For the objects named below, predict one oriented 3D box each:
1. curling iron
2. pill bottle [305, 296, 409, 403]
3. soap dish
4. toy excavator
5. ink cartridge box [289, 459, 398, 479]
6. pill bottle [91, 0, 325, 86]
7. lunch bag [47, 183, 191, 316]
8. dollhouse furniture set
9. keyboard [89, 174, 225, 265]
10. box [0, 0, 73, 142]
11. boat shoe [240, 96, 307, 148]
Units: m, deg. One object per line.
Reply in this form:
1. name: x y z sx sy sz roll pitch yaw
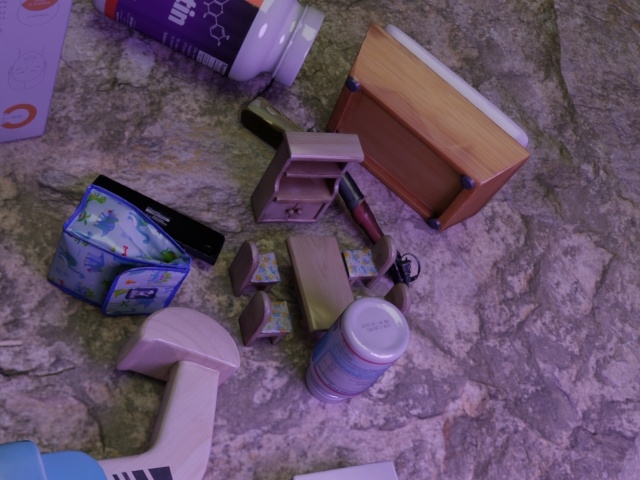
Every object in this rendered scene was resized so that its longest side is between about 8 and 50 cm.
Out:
1. curling iron: 0.062 -0.050 1.338 0.035 0.068 0.274 -28 82 -24
2. pill bottle: 0.040 0.142 1.158 0.087 0.160 0.087 12 55 -18
3. soap dish: 0.143 -0.157 1.378 0.291 0.229 0.118 41 68 5
4. toy excavator: -0.237 0.285 0.932 0.445 0.222 0.433 0 57 -41
5. ink cartridge box: 0.002 0.409 1.023 0.261 0.066 0.296 -3 60 -28
6. pill bottle: -0.162 -0.356 1.383 0.323 0.181 0.181 26 51 -8
7. lunch bag: -0.239 0.027 1.124 0.151 0.129 0.096 27 52 -9
8. dollhouse furniture set: 0.000 0.000 1.234 0.212 0.161 0.242 -1 59 -26
9. keyboard: -0.224 -0.015 1.230 0.192 0.038 0.100 26 28 -6
10. box: -0.431 -0.272 1.093 0.215 0.345 0.168 -15 66 -33
11. boat shoe: -0.046 -0.159 1.389 0.153 0.056 0.048 34 55 8
